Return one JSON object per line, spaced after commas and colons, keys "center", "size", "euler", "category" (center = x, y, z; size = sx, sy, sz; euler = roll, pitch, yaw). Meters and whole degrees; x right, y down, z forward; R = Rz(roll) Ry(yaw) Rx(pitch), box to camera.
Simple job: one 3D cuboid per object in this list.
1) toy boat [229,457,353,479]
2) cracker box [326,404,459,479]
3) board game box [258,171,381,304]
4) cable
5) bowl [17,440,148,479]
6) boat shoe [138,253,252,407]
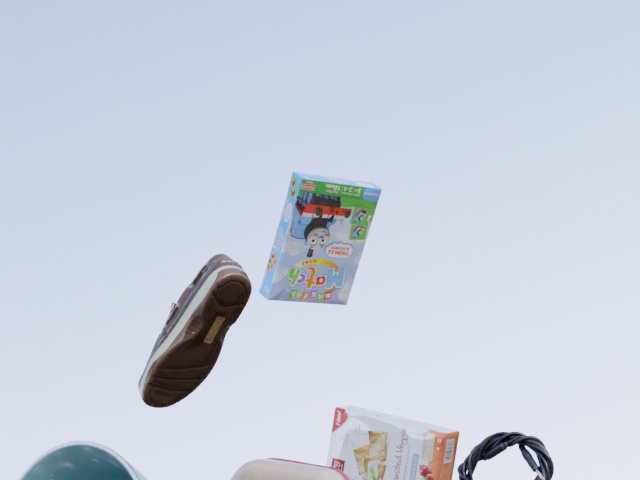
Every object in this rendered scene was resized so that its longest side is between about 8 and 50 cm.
{"center": [-0.021, 0.361, 1.586], "size": [0.231, 0.151, 0.151], "euler": [0, -20, 45], "category": "toy boat"}
{"center": [0.127, 0.402, 2.305], "size": [0.067, 0.232, 0.156], "euler": [7, -88, -60], "category": "cracker box"}
{"center": [0.000, 0.000, 2.063], "size": [0.160, 0.039, 0.212], "euler": [5, -70, -34], "category": "board game box"}
{"center": [0.333, 0.421, 2.306], "size": [0.047, 0.184, 0.151], "euler": [31, -109, -49], "category": "cable"}
{"center": [-0.345, 0.484, 1.989], "size": [0.311, 0.312, 0.163], "euler": [-39, -34, 16], "category": "bowl"}
{"center": [-0.192, 0.132, 1.879], "size": [0.095, 0.095, 0.257], "euler": [27, -72, -36], "category": "boat shoe"}
